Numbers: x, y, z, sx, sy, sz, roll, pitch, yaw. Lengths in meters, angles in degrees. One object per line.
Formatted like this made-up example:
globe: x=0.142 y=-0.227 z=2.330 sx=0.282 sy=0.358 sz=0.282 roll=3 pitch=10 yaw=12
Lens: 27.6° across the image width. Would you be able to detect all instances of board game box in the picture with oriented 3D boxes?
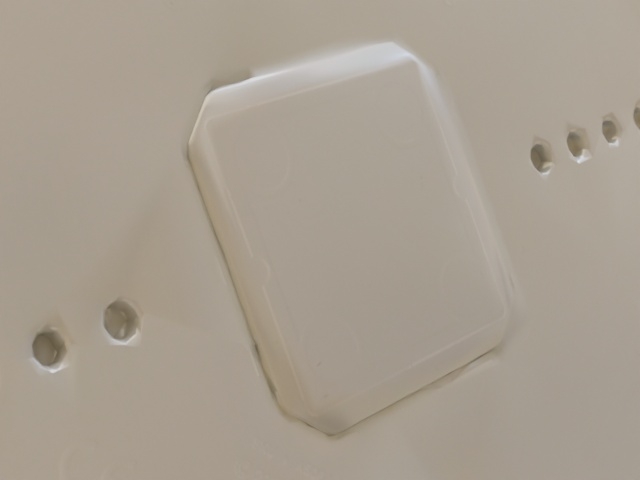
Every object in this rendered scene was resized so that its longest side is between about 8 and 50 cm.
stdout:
board game box: x=0.000 y=0.000 z=0.436 sx=0.390 sy=0.050 sz=0.390 roll=33 pitch=-120 yaw=-29
